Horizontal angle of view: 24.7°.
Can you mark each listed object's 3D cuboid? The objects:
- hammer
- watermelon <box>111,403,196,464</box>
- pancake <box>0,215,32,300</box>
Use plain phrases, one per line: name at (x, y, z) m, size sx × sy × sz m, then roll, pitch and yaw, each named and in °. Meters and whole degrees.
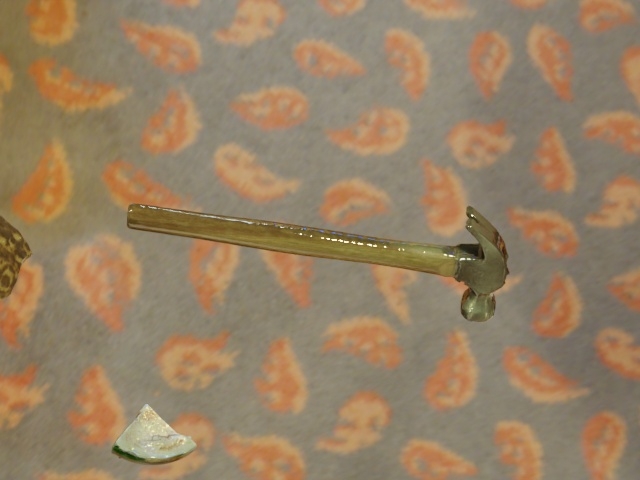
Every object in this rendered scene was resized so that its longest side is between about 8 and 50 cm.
hammer at (0.000, 0.000, 0.686) m, size 0.182 × 0.062 × 0.017 m, roll 9°, pitch 44°, yaw -4°
watermelon at (-0.164, 0.191, 1.442) m, size 0.085 × 0.085 × 0.061 m, roll -2°, pitch 83°, yaw -19°
pancake at (-0.363, 0.055, 1.511) m, size 0.190 × 0.020 × 0.184 m, roll -23°, pitch 107°, yaw -53°
